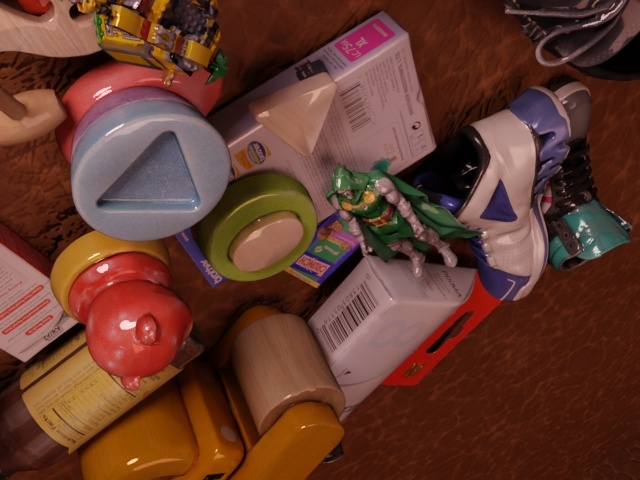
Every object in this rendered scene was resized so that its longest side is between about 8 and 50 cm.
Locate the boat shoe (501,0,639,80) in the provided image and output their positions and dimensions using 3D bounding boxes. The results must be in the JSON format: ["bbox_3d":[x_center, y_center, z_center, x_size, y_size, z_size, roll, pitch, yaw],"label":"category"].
[{"bbox_3d":[0.246,-0.261,0.714,0.187,0.156,0.500,-45,156,21],"label":"boat shoe"}]

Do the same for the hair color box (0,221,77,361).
[{"bbox_3d":[-0.318,0.047,0.770,0.093,0.053,0.167,-37,141,-2],"label":"hair color box"}]

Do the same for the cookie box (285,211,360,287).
[{"bbox_3d":[0.000,0.000,0.978,0.107,0.040,0.092,-44,143,11],"label":"cookie box"}]

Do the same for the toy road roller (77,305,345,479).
[{"bbox_3d":[-0.155,0.233,0.977,0.240,0.203,0.329,25,114,-42],"label":"toy road roller"}]

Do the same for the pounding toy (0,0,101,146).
[{"bbox_3d":[-0.195,-0.190,0.527,0.154,0.155,0.270,-22,138,-16],"label":"pounding toy"}]

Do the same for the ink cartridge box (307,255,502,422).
[{"bbox_3d":[0.127,0.169,1.191,0.384,0.091,0.308,9,131,-42],"label":"ink cartridge box"}]

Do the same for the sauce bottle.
[{"bbox_3d":[-0.298,0.184,0.889,0.344,0.111,0.111,-35,143,2],"label":"sauce bottle"}]

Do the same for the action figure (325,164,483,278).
[{"bbox_3d":[0.079,-0.024,0.893,0.137,0.064,0.232,-22,144,28],"label":"action figure"}]

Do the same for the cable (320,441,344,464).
[{"bbox_3d":[-0.067,0.319,1.138,0.287,0.072,0.139,-7,173,37],"label":"cable"}]

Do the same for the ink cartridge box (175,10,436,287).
[{"bbox_3d":[-0.028,-0.092,0.842,0.311,0.065,0.186,-34,143,-6],"label":"ink cartridge box"}]

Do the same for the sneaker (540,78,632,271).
[{"bbox_3d":[0.357,-0.063,1.076,0.123,0.178,0.296,-23,141,-16],"label":"sneaker"}]

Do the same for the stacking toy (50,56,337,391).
[{"bbox_3d":[-0.100,-0.011,0.719,0.279,0.130,0.309,-10,136,-25],"label":"stacking toy"}]

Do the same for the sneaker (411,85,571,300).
[{"bbox_3d":[0.209,-0.048,1.040,0.182,0.127,0.316,-18,134,-16],"label":"sneaker"}]

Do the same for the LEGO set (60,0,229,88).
[{"bbox_3d":[-0.083,-0.240,0.429,0.255,0.192,0.331,-61,145,-17],"label":"LEGO set"}]
